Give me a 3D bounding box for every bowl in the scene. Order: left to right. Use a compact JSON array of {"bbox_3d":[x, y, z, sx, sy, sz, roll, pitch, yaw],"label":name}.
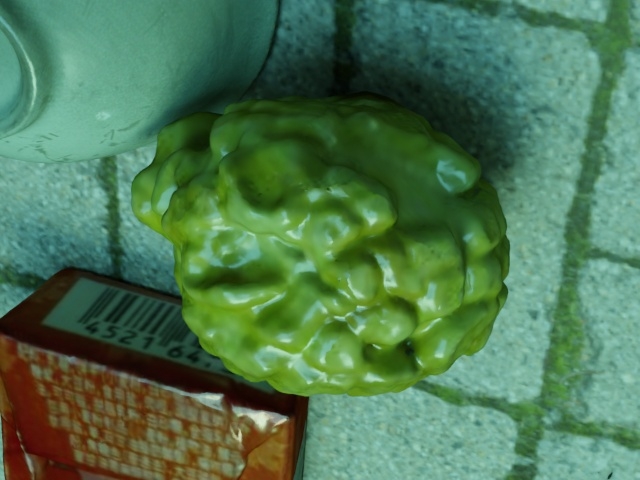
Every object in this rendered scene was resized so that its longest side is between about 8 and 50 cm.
[{"bbox_3d":[-0.194,-0.146,1.015,0.313,0.146,0.313,12,133,13],"label":"bowl"}]

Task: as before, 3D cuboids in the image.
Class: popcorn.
[{"bbox_3d":[0.005,-0.002,1.027,0.235,0.217,0.181,14,106,21],"label":"popcorn"}]

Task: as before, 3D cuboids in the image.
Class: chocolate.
[{"bbox_3d":[-0.123,0.149,1.263,0.237,0.108,0.235,14,132,11],"label":"chocolate"}]
